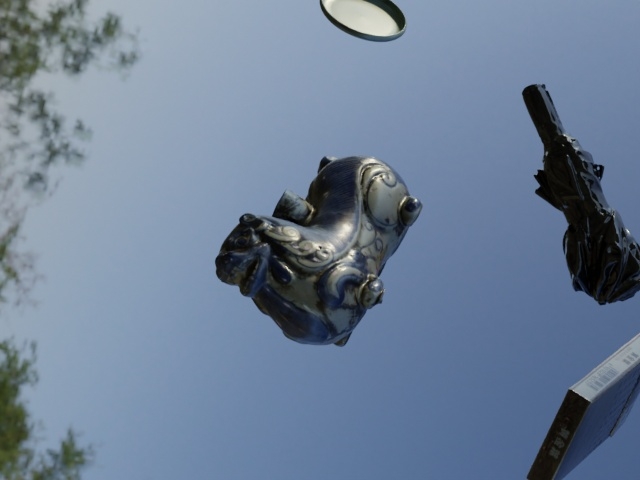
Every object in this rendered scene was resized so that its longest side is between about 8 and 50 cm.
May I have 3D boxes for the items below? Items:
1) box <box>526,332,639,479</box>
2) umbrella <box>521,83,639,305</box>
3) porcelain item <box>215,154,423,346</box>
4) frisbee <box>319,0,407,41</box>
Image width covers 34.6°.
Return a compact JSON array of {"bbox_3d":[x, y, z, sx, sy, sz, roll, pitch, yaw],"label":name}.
[{"bbox_3d":[0.449,0.265,1.646,0.047,0.324,0.180,32,-60,28],"label":"box"},{"bbox_3d":[0.371,-0.071,1.487,0.118,0.118,0.340,-35,-106,61],"label":"umbrella"},{"bbox_3d":[0.000,0.000,1.222,0.288,0.186,0.138,-59,180,-44],"label":"porcelain item"},{"bbox_3d":[0.051,-0.270,1.223,0.110,0.110,0.014,-95,-159,-44],"label":"frisbee"}]
